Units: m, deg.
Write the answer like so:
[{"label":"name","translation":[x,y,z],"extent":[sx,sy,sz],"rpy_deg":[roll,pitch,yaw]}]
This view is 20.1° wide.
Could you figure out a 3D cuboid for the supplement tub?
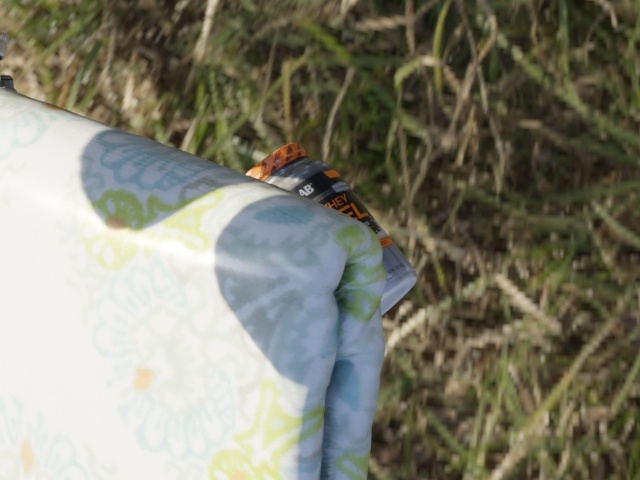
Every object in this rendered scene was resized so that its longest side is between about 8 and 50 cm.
[{"label":"supplement tub","translation":[0.000,0.000,1.846],"extent":[0.117,0.117,0.190],"rpy_deg":[-44,79,25]}]

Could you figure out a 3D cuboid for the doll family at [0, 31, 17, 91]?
[{"label":"doll family","translation":[-0.324,-0.099,1.660],"extent":[0.118,0.163,0.263],"rpy_deg":[19,94,-2]}]

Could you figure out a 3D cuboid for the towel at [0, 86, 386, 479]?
[{"label":"towel","translation":[-0.112,0.122,1.008],"extent":[0.320,0.090,0.374],"rpy_deg":[19,114,35]}]
